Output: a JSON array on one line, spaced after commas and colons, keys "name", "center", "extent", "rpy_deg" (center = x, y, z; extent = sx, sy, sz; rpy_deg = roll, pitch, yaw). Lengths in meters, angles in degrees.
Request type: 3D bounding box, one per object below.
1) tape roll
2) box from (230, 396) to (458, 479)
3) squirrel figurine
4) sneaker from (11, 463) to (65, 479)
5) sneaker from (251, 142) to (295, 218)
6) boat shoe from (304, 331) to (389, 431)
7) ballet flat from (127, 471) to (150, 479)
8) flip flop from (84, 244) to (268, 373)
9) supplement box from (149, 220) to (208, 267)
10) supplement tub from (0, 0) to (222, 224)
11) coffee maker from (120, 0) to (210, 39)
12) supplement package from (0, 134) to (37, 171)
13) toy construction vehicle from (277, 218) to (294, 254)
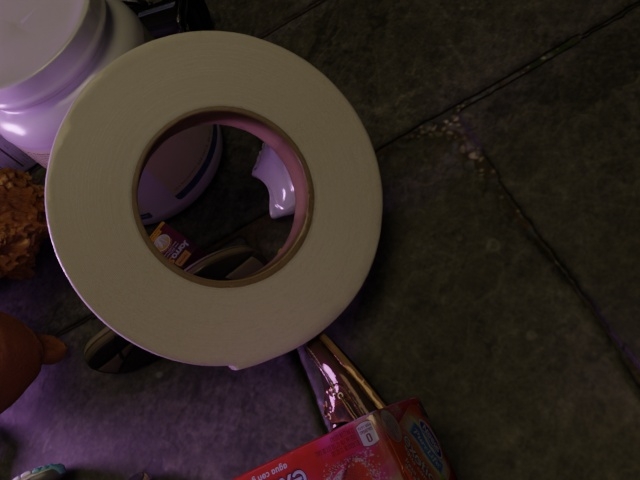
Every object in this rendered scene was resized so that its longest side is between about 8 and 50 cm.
[{"name": "tape roll", "center": [-0.116, -0.047, 0.784], "extent": [0.391, 0.072, 0.392], "rpy_deg": [1, 85, -16]}, {"name": "box", "center": [-0.002, 0.265, 0.654], "extent": [0.256, 0.128, 0.123], "rpy_deg": [-32, 72, 20]}, {"name": "squirrel figurine", "center": [-0.532, 0.064, 0.926], "extent": [0.370, 0.281, 0.397], "rpy_deg": [22, 83, 22]}, {"name": "sneaker", "center": [-0.389, 0.355, 0.858], "extent": [0.166, 0.065, 0.076], "rpy_deg": [-39, 74, 4]}, {"name": "sneaker", "center": [-0.064, -0.128, 0.960], "extent": [0.094, 0.080, 0.212], "rpy_deg": [-32, 52, 29]}, {"name": "boat shoe", "center": [0.040, 0.192, 0.751], "extent": [0.073, 0.073, 0.207], "rpy_deg": [-41, 57, -5]}, {"name": "ballet flat", "center": [-0.246, 0.368, 0.804], "extent": [0.057, 0.049, 0.173], "rpy_deg": [-13, 50, 53]}, {"name": "flip flop", "center": [-0.198, 0.083, 0.892], "extent": [0.277, 0.112, 0.080], "rpy_deg": [-33, 46, 10]}, {"name": "supplement box", "center": [-0.209, 0.019, 0.955], "extent": [0.083, 0.043, 0.055], "rpy_deg": [31, 78, 30]}, {"name": "supplement tub", "center": [-0.306, -0.189, 0.931], "extent": [0.235, 0.325, 0.236], "rpy_deg": [-9, 62, 17]}, {"name": "coffee maker", "center": [-0.283, -0.336, 1.135], "extent": [0.178, 0.120, 0.171], "rpy_deg": [-7, 86, 20]}, {"name": "supplement package", "center": [-0.633, -0.200, 1.142], "extent": [0.262, 0.198, 0.199], "rpy_deg": [-36, 56, 1]}, {"name": "toy construction vehicle", "center": [0.000, 0.000, 0.892], "extent": [0.085, 0.035, 0.098], "rpy_deg": [32, 82, 20]}]
